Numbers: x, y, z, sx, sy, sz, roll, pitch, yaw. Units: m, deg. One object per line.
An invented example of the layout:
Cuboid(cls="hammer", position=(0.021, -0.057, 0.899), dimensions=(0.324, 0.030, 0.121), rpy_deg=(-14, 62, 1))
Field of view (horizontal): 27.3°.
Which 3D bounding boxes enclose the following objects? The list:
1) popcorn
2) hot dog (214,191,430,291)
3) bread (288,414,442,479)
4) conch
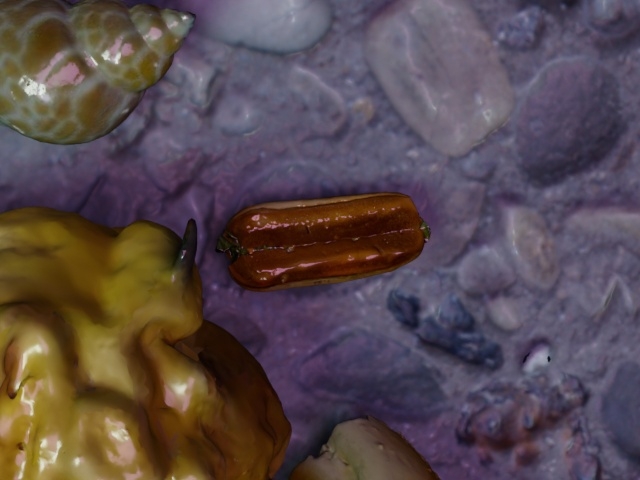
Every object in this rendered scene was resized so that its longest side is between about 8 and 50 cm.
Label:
Cuboid(cls="popcorn", position=(-0.160, 0.095, 0.907), dimensions=(0.315, 0.297, 0.281), rpy_deg=(30, 118, -21))
Cuboid(cls="hot dog", position=(0.000, 0.000, 1.080), dimensions=(0.188, 0.055, 0.072), rpy_deg=(-6, 93, -18))
Cuboid(cls="bread", position=(0.043, 0.306, 1.042), dimensions=(0.171, 0.192, 0.314), rpy_deg=(18, 86, -31))
Cuboid(cls="conch", position=(-0.195, -0.130, 0.982), dimensions=(0.173, 0.106, 0.116), rpy_deg=(19, 70, -5))
